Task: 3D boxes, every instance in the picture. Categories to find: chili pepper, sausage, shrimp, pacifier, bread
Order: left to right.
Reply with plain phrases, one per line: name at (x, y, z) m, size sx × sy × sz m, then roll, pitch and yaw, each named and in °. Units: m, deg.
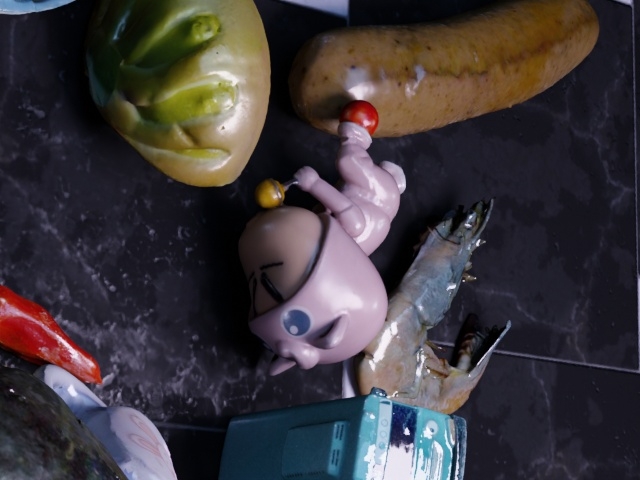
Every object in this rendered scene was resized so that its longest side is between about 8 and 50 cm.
chili pepper at (-0.279, 0.086, 1.855) m, size 0.191 × 0.059 × 0.050 m, roll 37°, pitch 52°, yaw -26°
pacifier at (-0.241, 0.251, 1.773) m, size 0.226 × 0.287 × 0.238 m, roll -36°, pitch 117°, yaw 0°
bread at (-0.140, -0.196, 1.955) m, size 0.158 × 0.156 × 0.260 m, roll 1°, pitch 45°, yaw -38°
shrimp at (0.145, 0.092, 2.203) m, size 0.178 × 0.075 × 0.289 m, roll 52°, pitch 53°, yaw -30°
sausage at (0.162, -0.205, 2.240) m, size 0.501 × 0.123 × 0.136 m, roll -17°, pitch 64°, yaw -41°

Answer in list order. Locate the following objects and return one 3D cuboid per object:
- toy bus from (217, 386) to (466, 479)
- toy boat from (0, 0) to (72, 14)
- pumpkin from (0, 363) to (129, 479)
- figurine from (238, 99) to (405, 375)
toy bus at (0.016, 0.230, 1.945) m, size 0.147 × 0.256 × 0.128 m, roll 20°, pitch 69°, yaw -33°
toy boat at (-0.254, -0.310, 1.904) m, size 0.332 × 0.133 × 0.145 m, roll -34°, pitch 105°, yaw -38°
pumpkin at (-0.325, 0.239, 1.477) m, size 0.344 × 0.454 × 0.454 m, roll -48°, pitch 113°, yaw -18°
figurine at (0.000, 0.000, 2.048) m, size 0.186 × 0.176 × 0.287 m, roll 30°, pitch 68°, yaw -12°
